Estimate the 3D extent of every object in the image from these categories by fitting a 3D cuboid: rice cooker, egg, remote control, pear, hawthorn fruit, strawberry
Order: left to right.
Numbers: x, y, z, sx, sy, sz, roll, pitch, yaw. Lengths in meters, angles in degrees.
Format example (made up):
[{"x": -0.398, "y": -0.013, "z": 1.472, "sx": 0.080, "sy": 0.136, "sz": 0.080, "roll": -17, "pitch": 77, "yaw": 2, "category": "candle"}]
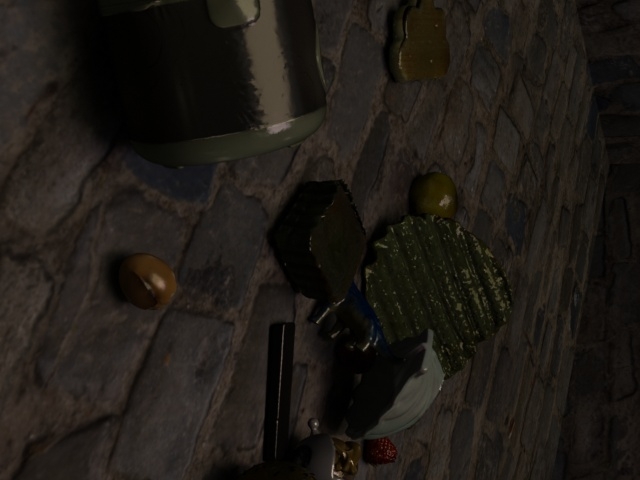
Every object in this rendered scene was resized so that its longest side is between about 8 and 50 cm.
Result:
[{"x": -0.236, "y": 0.053, "z": 1.070, "sx": 0.071, "sy": 0.071, "sz": 0.083, "roll": -57, "pitch": 131, "yaw": -41, "category": "egg"}, {"x": -0.137, "y": -0.252, "z": 1.032, "sx": 0.288, "sy": 0.288, "sz": 0.277, "roll": -34, "pitch": 119, "yaw": -54, "category": "rice cooker"}, {"x": -0.071, "y": 0.267, "z": 1.405, "sx": 0.063, "sy": 0.025, "sz": 0.245, "roll": 5, "pitch": 88, "yaw": -63, "category": "remote control"}, {"x": 0.080, "y": 0.220, "z": 1.607, "sx": 0.093, "sy": 0.081, "sz": 0.081, "roll": -46, "pitch": 129, "yaw": -52, "category": "hawthorn fruit"}, {"x": 0.130, "y": 0.448, "z": 1.714, "sx": 0.073, "sy": 0.073, "sz": 0.083, "roll": 19, "pitch": 59, "yaw": -58, "category": "strawberry"}, {"x": 0.282, "y": -0.095, "z": 1.911, "sx": 0.141, "sy": 0.104, "sz": 0.141, "roll": -14, "pitch": 106, "yaw": -56, "category": "pear"}]

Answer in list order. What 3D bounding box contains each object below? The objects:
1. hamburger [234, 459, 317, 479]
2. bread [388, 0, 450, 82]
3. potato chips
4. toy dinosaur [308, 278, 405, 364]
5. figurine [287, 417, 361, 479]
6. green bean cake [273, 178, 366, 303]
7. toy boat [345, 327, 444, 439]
[{"x": -0.038, "y": 0.441, "z": 1.228, "sx": 0.167, "sy": 0.288, "sz": 0.192, "roll": 32, "pitch": 50, "yaw": -35, "category": "hamburger"}, {"x": 0.229, "y": -0.469, "z": 1.842, "sx": 0.286, "sy": 0.056, "sz": 0.208, "roll": -15, "pitch": 108, "yaw": -58, "category": "bread"}, {"x": 0.264, "y": 0.124, "z": 1.801, "sx": 0.358, "sy": 0.070, "sz": 0.429, "roll": -36, "pitch": 114, "yaw": -19, "category": "potato chips"}, {"x": 0.091, "y": 0.122, "z": 1.517, "sx": 0.188, "sy": 0.247, "sz": 0.075, "roll": -56, "pitch": 155, "yaw": -13, "category": "toy dinosaur"}, {"x": -0.027, "y": 0.471, "z": 1.407, "sx": 0.274, "sy": 0.133, "sz": 0.194, "roll": -60, "pitch": -173, "yaw": 0, "category": "figurine"}, {"x": 0.000, "y": 0.000, "z": 1.441, "sx": 0.181, "sy": 0.094, "sz": 0.173, "roll": -62, "pitch": 141, "yaw": -38, "category": "green bean cake"}, {"x": 0.151, "y": 0.292, "z": 1.546, "sx": 0.100, "sy": 0.290, "sz": 0.200, "roll": 25, "pitch": 44, "yaw": -11, "category": "toy boat"}]
